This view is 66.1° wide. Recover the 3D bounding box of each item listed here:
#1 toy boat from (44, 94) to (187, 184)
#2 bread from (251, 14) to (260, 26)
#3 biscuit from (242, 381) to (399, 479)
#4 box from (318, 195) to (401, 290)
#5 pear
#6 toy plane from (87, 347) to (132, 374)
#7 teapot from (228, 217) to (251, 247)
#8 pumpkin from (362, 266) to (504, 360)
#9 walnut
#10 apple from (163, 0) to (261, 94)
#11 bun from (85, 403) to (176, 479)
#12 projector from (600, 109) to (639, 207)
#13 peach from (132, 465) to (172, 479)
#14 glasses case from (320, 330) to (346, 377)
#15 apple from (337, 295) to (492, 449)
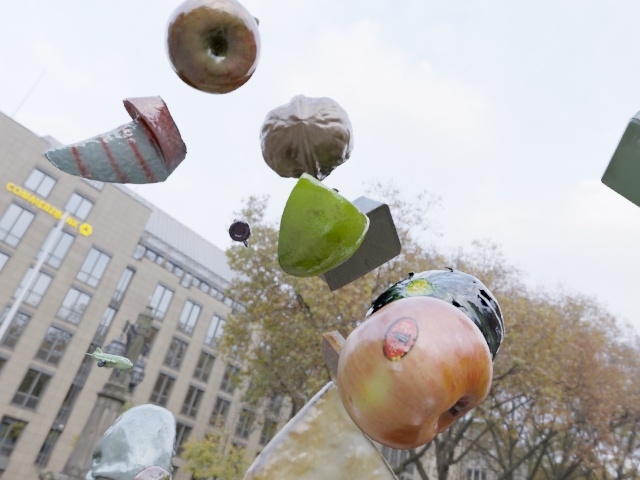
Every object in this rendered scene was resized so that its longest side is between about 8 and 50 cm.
[{"bbox_3d":[-0.460,-0.205,1.118,0.096,0.282,0.206,6,-60,58],"label":"toy boat"},{"bbox_3d":[-0.190,-0.581,1.339,0.043,0.109,0.062,15,-43,-13],"label":"bread"},{"bbox_3d":[0.012,0.668,1.229,0.429,0.446,0.104,49,-26,0],"label":"biscuit"},{"bbox_3d":[0.090,0.005,1.524,0.143,0.273,0.184,30,-34,61],"label":"box"},{"bbox_3d":[0.004,0.003,1.236,0.139,0.239,0.288,37,0,34],"label":"pear"},{"bbox_3d":[-0.507,0.292,1.188,0.111,0.040,0.102,21,-11,6],"label":"toy plane"},{"bbox_3d":[-0.241,-0.024,1.496,0.068,0.100,0.045,-25,-6,2],"label":"teapot"},{"bbox_3d":[0.237,0.211,1.046,0.296,0.295,0.296,10,-31,6],"label":"pumpkin"},{"bbox_3d":[-0.036,-0.280,1.354,0.273,0.227,0.273,19,-12,4],"label":"walnut"},{"bbox_3d":[-0.211,-0.383,0.963,0.188,0.188,0.174,37,1,-33],"label":"apple"},{"bbox_3d":[-0.460,0.567,1.185,0.194,0.354,0.354,10,-28,-18],"label":"bun"},{"bbox_3d":[0.706,-0.156,0.995,0.192,0.099,0.256,47,-4,27],"label":"projector"},{"bbox_3d":[-0.336,0.488,0.973,0.083,0.083,0.083,10,-31,6],"label":"peach"},{"bbox_3d":[0.074,0.313,1.189,0.049,0.218,0.075,-11,-59,-26],"label":"glasses case"},{"bbox_3d":[0.124,0.173,0.652,0.210,0.164,0.209,-22,-37,-17],"label":"apple"}]
